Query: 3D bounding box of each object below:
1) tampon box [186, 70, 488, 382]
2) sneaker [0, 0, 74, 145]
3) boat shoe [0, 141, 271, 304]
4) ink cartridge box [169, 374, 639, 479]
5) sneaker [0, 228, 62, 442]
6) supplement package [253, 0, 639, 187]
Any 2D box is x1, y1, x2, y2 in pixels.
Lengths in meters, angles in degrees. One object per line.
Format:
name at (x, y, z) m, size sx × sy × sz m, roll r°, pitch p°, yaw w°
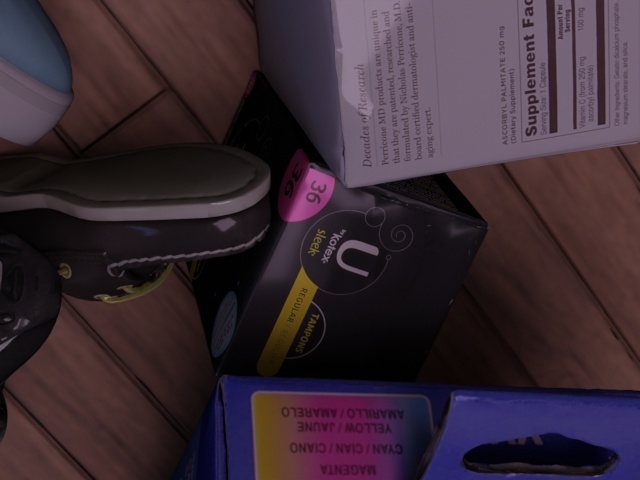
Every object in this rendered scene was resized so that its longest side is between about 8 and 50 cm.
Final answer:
tampon box at (0.000, 0.000, 0.788) m, size 0.101 × 0.161 × 0.120 m, roll 18°, pitch 107°, yaw -18°
sneaker at (-0.203, -0.211, 0.675) m, size 0.150 × 0.135 × 0.366 m, roll -34°, pitch 115°, yaw 6°
boat shoe at (-0.113, -0.005, 0.754) m, size 0.228 × 0.081 × 0.068 m, roll 1°, pitch 114°, yaw 36°
ink cartridge box at (0.054, 0.184, 0.762) m, size 0.270 × 0.151 × 0.395 m, roll 4°, pitch 155°, yaw -14°
sneaker at (-0.201, 0.070, 0.771) m, size 0.108 × 0.100 × 0.271 m, roll 21°, pitch 144°, yaw -31°
supplement package at (0.044, -0.188, 0.697) m, size 0.145 × 0.204 × 0.262 m, roll -9°, pitch 114°, yaw -10°
